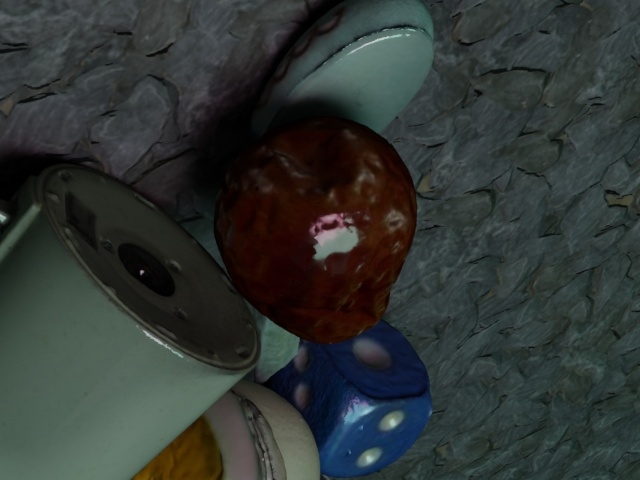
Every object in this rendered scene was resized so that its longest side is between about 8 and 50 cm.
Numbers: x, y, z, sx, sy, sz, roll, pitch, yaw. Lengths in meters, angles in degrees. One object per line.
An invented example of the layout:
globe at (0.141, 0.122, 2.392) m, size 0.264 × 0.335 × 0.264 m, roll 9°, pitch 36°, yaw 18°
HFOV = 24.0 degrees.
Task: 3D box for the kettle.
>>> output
kettle at (-0.305, 0.122, 1.338) m, size 0.361 × 0.250 × 0.377 m, roll 33°, pitch 109°, yaw -31°

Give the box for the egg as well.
egg at (-0.112, 0.282, 1.623) m, size 0.286 × 0.264 × 0.174 m, roll -51°, pitch 147°, yaw 17°

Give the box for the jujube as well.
jujube at (0.000, 0.000, 1.410) m, size 0.190 × 0.190 × 0.255 m, roll -29°, pitch 142°, yaw -10°

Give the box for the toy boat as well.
toy boat at (0.021, -0.161, 1.420) m, size 0.134 × 0.079 × 0.208 m, roll 15°, pitch 131°, yaw -38°

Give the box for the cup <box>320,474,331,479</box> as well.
cup at (-0.107, 0.427, 1.764) m, size 0.327 × 0.237 × 0.323 m, roll -40°, pitch 179°, yaw 7°

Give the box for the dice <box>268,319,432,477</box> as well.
dice at (0.034, 0.179, 1.725) m, size 0.143 × 0.146 × 0.146 m, roll 3°, pitch 129°, yaw -39°

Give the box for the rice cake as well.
rice cake at (-0.043, 0.057, 1.596) m, size 0.069 × 0.063 × 0.206 m, roll -20°, pitch 142°, yaw -31°
